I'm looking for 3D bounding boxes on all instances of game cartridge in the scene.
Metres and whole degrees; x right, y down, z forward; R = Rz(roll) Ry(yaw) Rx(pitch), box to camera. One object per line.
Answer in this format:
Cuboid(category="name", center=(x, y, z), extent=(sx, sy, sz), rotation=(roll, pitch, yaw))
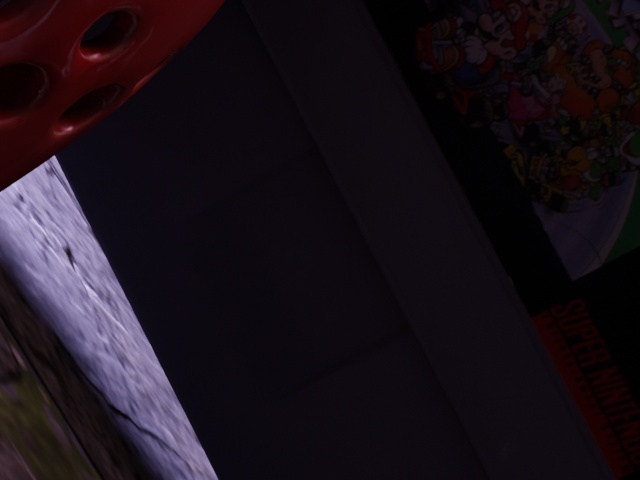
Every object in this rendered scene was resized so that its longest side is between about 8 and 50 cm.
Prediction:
Cuboid(category="game cartridge", center=(0.040, -0.015, 0.585), extent=(0.355, 0.230, 0.068), rotation=(62, 26, 5))

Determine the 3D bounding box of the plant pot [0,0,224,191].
Cuboid(category="plant pot", center=(-0.089, -0.125, 0.488), extent=(0.191, 0.174, 0.191), rotation=(56, 5, -8))
